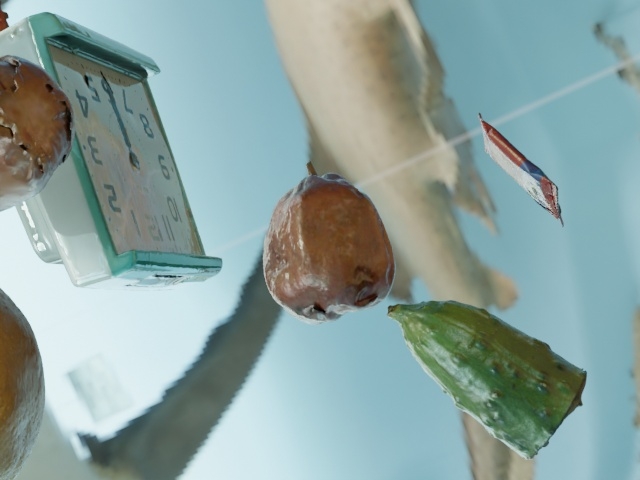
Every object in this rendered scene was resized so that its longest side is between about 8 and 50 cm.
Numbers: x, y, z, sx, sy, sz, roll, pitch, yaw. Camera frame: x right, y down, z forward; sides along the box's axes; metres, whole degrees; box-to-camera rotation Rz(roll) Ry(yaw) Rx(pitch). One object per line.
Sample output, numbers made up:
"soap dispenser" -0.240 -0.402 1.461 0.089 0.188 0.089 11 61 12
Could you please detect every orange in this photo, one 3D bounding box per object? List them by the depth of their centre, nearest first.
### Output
"orange" -0.393 0.153 1.624 0.264 0.264 0.264 54 -158 -33

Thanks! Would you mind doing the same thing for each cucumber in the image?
"cucumber" 0.184 0.144 1.934 0.244 0.134 0.134 33 -157 -4

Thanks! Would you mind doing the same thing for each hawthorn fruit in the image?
"hawthorn fruit" 0.004 0.014 1.988 0.173 0.173 0.179 -83 -10 -58

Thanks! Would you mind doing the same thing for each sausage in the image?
"sausage" -0.259 -0.056 1.092 0.102 0.330 0.102 5 -99 -35

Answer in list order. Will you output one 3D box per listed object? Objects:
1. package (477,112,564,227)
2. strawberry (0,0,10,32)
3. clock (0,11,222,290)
"package" 0.283 -0.102 2.326 0.200 0.022 0.083 50 169 41
"strawberry" -0.425 -0.187 1.832 0.190 0.111 0.237 40 -140 -42
"clock" -0.200 -0.062 1.432 0.262 0.116 0.231 6 -116 -77
